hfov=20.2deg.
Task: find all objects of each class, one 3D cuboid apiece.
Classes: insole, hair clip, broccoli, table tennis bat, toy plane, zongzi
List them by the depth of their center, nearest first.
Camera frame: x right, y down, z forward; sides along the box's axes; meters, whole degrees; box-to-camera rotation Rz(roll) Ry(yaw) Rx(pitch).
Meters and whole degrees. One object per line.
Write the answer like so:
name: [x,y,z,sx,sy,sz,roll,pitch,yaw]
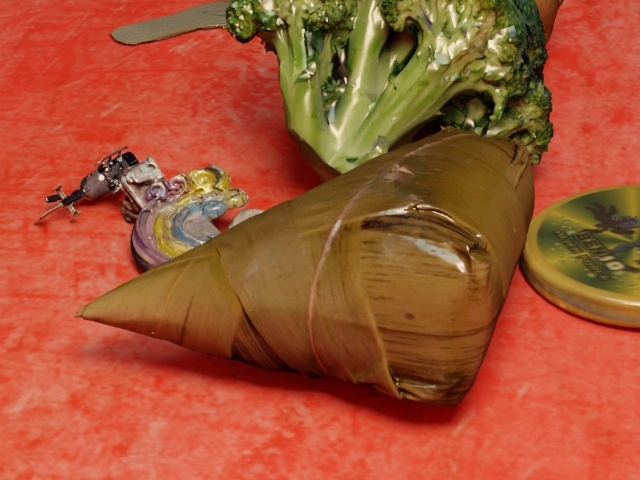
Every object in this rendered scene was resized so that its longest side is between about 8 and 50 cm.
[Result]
zongzi: [0.000,0.000,1.347,0.300,0.145,0.274,2,26,14]
hair clip: [-0.099,-0.005,1.441,0.116,0.049,0.172,-33,52,-25]
table tennis bat: [0.316,-0.001,1.453,0.320,0.050,0.198,-12,31,-13]
toy plane: [-0.188,-0.046,1.502,0.120,0.031,0.049,-33,3,-41]
broccoli: [0.061,-0.142,1.519,0.294,0.265,0.245,35,67,-1]
insole: [-0.128,-0.225,1.840,0.188,0.004,0.064,-17,34,-29]

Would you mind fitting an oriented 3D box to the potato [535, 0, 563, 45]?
potato: [0.144,-0.232,1.713,0.200,0.154,0.137,-14,67,-34]
